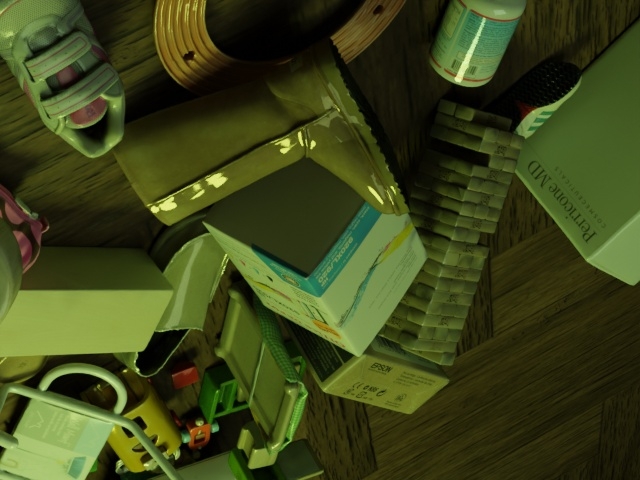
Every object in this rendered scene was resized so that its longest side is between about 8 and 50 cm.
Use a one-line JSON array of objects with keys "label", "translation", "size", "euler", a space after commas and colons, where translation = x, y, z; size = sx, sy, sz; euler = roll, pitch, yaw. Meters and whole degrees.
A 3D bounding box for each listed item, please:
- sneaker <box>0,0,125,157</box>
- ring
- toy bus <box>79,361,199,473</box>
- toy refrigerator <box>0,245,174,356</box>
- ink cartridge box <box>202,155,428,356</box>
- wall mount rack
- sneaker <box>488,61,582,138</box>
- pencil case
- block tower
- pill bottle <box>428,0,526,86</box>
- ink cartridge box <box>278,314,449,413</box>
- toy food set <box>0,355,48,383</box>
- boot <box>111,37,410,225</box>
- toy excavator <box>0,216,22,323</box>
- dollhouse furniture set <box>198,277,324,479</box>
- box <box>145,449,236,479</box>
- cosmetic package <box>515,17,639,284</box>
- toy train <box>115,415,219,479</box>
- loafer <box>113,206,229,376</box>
[{"label": "sneaker", "translation": [-0.252, -0.173, 1.502], "size": [0.103, 0.111, 0.252], "euler": [-34, 148, -1]}, {"label": "ring", "translation": [-0.032, -0.283, 1.634], "size": [0.336, 0.032, 0.336], "euler": [-24, 146, -17]}, {"label": "toy bus", "translation": [-0.244, 0.266, 2.084], "size": [0.202, 0.104, 0.191], "euler": [6, 120, -32]}, {"label": "toy refrigerator", "translation": [-0.319, 0.068, 1.790], "size": [0.269, 0.094, 0.102], "euler": [1, 128, -44]}, {"label": "ink cartridge box", "translation": [0.000, 0.000, 1.864], "size": [0.168, 0.171, 0.232], "euler": [-54, 150, -14]}, {"label": "wall mount rack", "translation": [-0.309, 0.321, 1.982], "size": [0.304, 0.130, 0.350], "euler": [21, 134, -13]}, {"label": "sneaker", "translation": [0.285, -0.180, 2.051], "size": [0.161, 0.057, 0.075], "euler": [-40, 165, 7]}, {"label": "pencil case", "translation": [-0.374, -0.039, 1.592], "size": [0.098, 0.095, 0.209], "euler": [-28, 147, 7]}, {"label": "block tower", "translation": [0.164, -0.009, 1.986], "size": [0.097, 0.091, 0.335], "euler": [9, 100, -47]}, {"label": "pill bottle", "translation": [0.193, -0.268, 1.804], "size": [0.087, 0.087, 0.160], "euler": [-12, 143, -32]}, {"label": "ink cartridge box", "translation": [0.051, 0.129, 2.107], "size": [0.088, 0.193, 0.235], "euler": [-42, 148, 18]}, {"label": "toy food set", "translation": [-0.379, 0.150, 1.909], "size": [0.083, 0.020, 0.082], "euler": [6, 130, -46]}, {"label": "boot", "translation": [-0.062, -0.083, 1.699], "size": [0.269, 0.089, 0.236], "euler": [-24, 112, 13]}, {"label": "toy excavator", "translation": [-0.553, 0.137, 1.497], "size": [0.433, 0.222, 0.445], "euler": [16, 103, -7]}, {"label": "dollhouse furniture set", "translation": [-0.046, 0.196, 2.107], "size": [0.151, 0.197, 0.301], "euler": [-15, 144, -26]}, {"label": "box", "translation": [-0.240, 0.433, 2.329], "size": [0.232, 0.058, 0.322], "euler": [-16, 157, -28]}, {"label": "cosmetic package", "translation": [0.498, -0.181, 2.069], "size": [0.453, 0.230, 0.161], "euler": [-45, 146, 16]}, {"label": "toy train", "translation": [-0.234, 0.311, 2.242], "size": [0.166, 0.046, 0.125], "euler": [-20, 140, -21]}, {"label": "loafer", "translation": [-0.178, 0.070, 1.916], "size": [0.102, 0.092, 0.268], "euler": [1, 134, -43]}]
